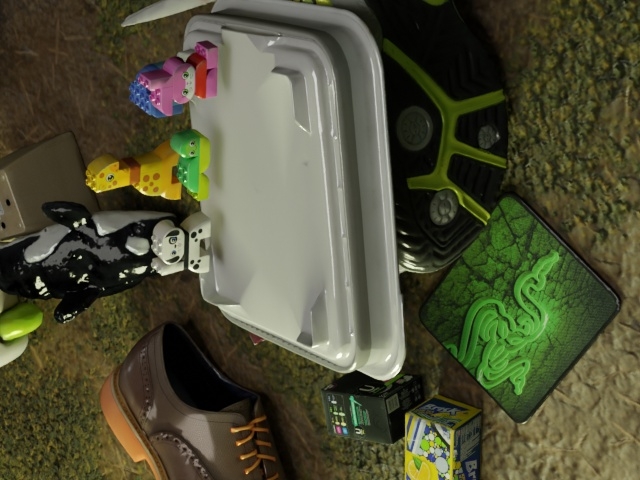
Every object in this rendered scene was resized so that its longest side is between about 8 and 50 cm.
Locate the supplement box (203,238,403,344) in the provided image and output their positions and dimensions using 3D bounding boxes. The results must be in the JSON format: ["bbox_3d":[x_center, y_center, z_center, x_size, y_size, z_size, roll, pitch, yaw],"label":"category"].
[{"bbox_3d":[0.000,0.000,1.578,0.239,0.073,0.130,-28,87,44],"label":"supplement box"}]

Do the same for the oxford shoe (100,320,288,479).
[{"bbox_3d":[-0.098,0.247,1.732,0.363,0.130,0.132,48,126,16],"label":"oxford shoe"}]

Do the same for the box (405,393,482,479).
[{"bbox_3d":[0.120,0.242,1.582,0.059,0.054,0.169,16,116,36],"label":"box"}]

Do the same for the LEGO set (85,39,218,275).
[{"bbox_3d":[-0.158,-0.076,1.462,0.087,0.093,0.227,37,133,45],"label":"LEGO set"}]

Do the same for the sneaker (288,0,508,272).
[{"bbox_3d":[0.058,-0.161,1.440,0.147,0.145,0.384,-2,101,60],"label":"sneaker"}]

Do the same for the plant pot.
[{"bbox_3d":[-0.332,-0.052,1.836,0.109,0.096,0.109,-14,98,43],"label":"plant pot"}]

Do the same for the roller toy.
[{"bbox_3d":[-0.461,0.089,1.937,0.191,0.209,0.146,-1,106,56],"label":"roller toy"}]

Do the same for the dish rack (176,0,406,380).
[{"bbox_3d":[-0.041,-0.047,1.449,0.285,0.072,0.332,20,120,54],"label":"dish rack"}]

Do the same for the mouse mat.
[{"bbox_3d":[0.180,0.065,1.492,0.152,0.007,0.189,46,132,17],"label":"mouse mat"}]

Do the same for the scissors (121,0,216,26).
[{"bbox_3d":[-0.100,-0.244,1.603,0.297,0.021,0.109,-32,87,43],"label":"scissors"}]

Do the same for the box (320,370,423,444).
[{"bbox_3d":[0.053,0.164,1.605,0.083,0.062,0.052,3,110,41],"label":"box"}]

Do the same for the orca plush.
[{"bbox_3d":[-0.291,0.036,1.755,0.287,0.102,0.151,0,147,4],"label":"orca plush"}]
